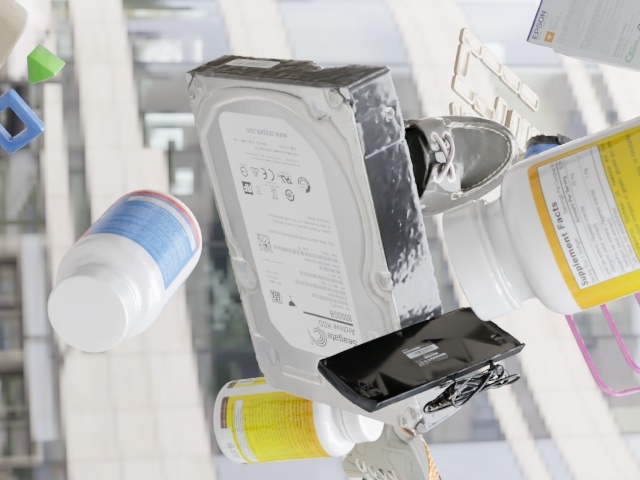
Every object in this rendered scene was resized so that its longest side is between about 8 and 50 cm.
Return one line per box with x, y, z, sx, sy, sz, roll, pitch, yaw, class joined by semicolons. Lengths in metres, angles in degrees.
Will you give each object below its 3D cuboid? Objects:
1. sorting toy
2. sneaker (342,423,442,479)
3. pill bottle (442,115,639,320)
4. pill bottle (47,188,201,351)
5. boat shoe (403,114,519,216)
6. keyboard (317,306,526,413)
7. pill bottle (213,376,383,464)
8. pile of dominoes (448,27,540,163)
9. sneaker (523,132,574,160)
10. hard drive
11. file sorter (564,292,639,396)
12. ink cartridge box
-0.446;-0.251;1.852;0.196;0.348;0.047;-47;-171;35;sorting toy
0.098;0.324;2.297;0.262;0.121;0.099;-125;-169;-69;sneaker
0.233;-0.019;1.330;0.136;0.246;0.136;-20;90;-74;pill bottle
-0.221;0.035;1.791;0.221;0.124;0.124;-59;156;-64;pill bottle
0.067;-0.077;1.791;0.095;0.335;0.112;155;-73;-83;boat shoe
0.093;0.115;1.374;0.100;0.192;0.038;38;-50;37;keyboard
-0.028;0.238;2.167;0.117;0.215;0.117;29;57;-59;pill bottle
0.274;-0.201;2.627;0.040;0.251;0.196;-9;-123;40;pile of dominoes
0.326;-0.085;2.037;0.084;0.152;0.058;-77;-165;-48;sneaker
0.000;0.000;1.489;0.237;0.064;0.339;12;-56;47;hard drive
0.449;0.045;1.958;0.290;0.182;0.202;-48;-119;52;file sorter
0.412;-0.354;2.232;0.224;0.045;0.223;24;-84;48;ink cartridge box
